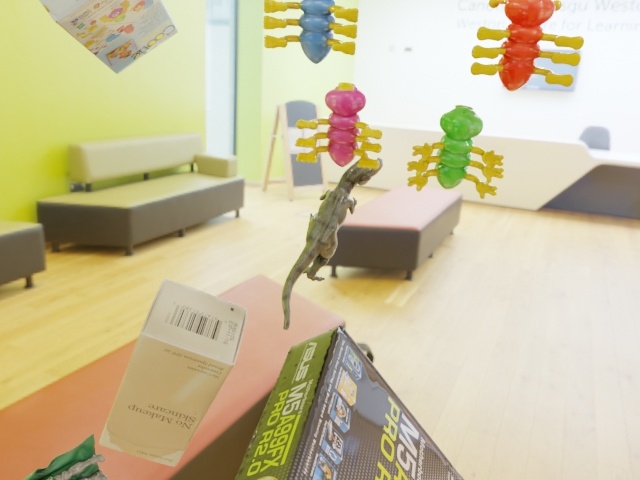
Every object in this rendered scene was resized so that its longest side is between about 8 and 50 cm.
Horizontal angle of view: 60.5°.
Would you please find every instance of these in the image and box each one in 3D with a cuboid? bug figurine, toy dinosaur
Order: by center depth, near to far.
[{"bbox_3d":[0.085,-0.156,0.530,0.279,0.216,0.072,11,31,6],"label":"bug figurine"},{"bbox_3d":[0.000,0.000,0.762,0.064,0.268,0.118,27,-13,0],"label":"toy dinosaur"}]

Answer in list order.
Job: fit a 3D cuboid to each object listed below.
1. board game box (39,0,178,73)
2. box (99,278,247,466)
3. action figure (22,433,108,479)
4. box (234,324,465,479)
[{"bbox_3d":[-0.344,-0.391,0.861,0.144,0.142,0.275,-36,5,-2],"label":"board game box"},{"bbox_3d":[-0.244,0.225,0.895,0.148,0.311,0.121,21,36,-11],"label":"box"},{"bbox_3d":[-0.521,0.481,1.034,0.063,0.137,0.232,2,14,42],"label":"action figure"},{"bbox_3d":[0.028,0.227,0.402,0.060,0.216,0.270,-30,17,27],"label":"box"}]
